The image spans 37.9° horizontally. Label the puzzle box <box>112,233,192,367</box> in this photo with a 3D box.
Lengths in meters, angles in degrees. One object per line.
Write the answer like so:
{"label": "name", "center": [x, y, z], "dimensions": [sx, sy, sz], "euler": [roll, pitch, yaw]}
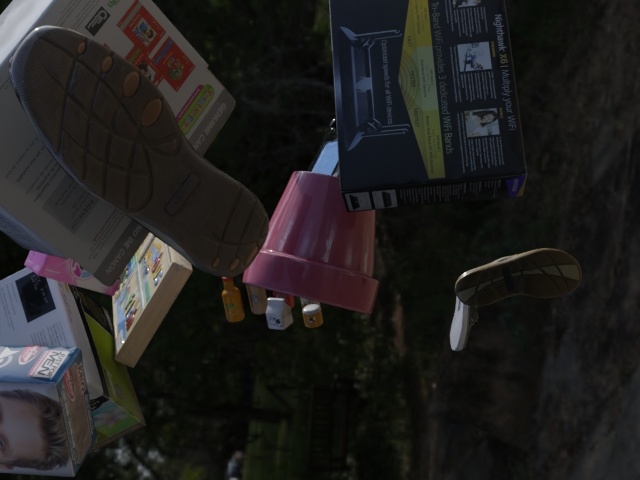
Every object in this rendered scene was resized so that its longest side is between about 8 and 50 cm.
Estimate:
{"label": "puzzle box", "center": [-0.413, 0.099, 2.239], "dimensions": [0.272, 0.052, 0.409], "euler": [-58, 21, 9]}

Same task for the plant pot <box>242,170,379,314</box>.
{"label": "plant pot", "center": [0.000, 0.000, 1.373], "dimensions": [0.201, 0.201, 0.180], "euler": [106, 177, -87]}

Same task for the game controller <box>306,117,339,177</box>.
{"label": "game controller", "center": [0.007, -0.115, 1.828], "dimensions": [0.319, 0.067, 0.166], "euler": [-64, 15, -13]}

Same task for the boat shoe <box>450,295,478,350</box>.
{"label": "boat shoe", "center": [0.271, 0.137, 1.713], "dimensions": [0.049, 0.040, 0.142], "euler": [136, 148, -66]}

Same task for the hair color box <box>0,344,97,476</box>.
{"label": "hair color box", "center": [-0.537, 0.257, 1.435], "dimensions": [0.105, 0.347, 0.174], "euler": [-73, -18, -63]}

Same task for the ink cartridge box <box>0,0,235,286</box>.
{"label": "ink cartridge box", "center": [-0.291, -0.143, 1.125], "dimensions": [0.272, 0.130, 0.309], "euler": [48, -114, -37]}

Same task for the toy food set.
{"label": "toy food set", "center": [-0.095, 0.117, 1.992], "dimensions": [0.111, 0.232, 0.104], "euler": [-37, -57, -51]}

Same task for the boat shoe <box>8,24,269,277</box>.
{"label": "boat shoe", "center": [-0.209, -0.086, 1.023], "dimensions": [0.132, 0.355, 0.130], "euler": [-51, 34, -16]}

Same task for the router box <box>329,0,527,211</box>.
{"label": "router box", "center": [0.142, -0.203, 1.276], "dimensions": [0.081, 0.243, 0.309], "euler": [67, -160, -70]}

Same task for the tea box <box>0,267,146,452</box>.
{"label": "tea box", "center": [-0.582, 0.274, 2.056], "dimensions": [0.329, 0.220, 0.323], "euler": [63, 180, 30]}

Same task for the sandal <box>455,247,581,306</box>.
{"label": "sandal", "center": [0.281, 0.051, 1.335], "dimensions": [0.049, 0.180, 0.072], "euler": [-77, -25, -77]}

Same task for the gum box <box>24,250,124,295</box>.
{"label": "gum box", "center": [-0.457, 0.031, 1.791], "dimensions": [0.188, 0.062, 0.107], "euler": [23, -89, -48]}
